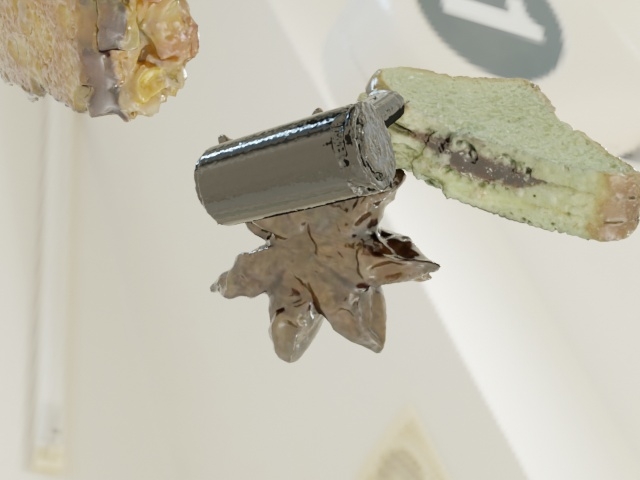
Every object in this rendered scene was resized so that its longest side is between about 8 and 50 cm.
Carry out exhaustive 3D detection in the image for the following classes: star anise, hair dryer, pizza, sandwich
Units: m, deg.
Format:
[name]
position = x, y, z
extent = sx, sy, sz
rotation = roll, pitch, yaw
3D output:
[star anise]
position = -0.018, -0.004, 1.799
extent = 0.315, 0.315, 0.108
rotation = -65, 172, 29
[hair dryer]
position = 0.015, -0.096, 1.550
extent = 0.197, 0.251, 0.089
rotation = -14, -78, 34
[pizza]
position = -0.181, -0.223, 1.161
extent = 0.278, 0.114, 0.409
rotation = 56, -29, 21
[sandwich]
position = 0.186, -0.095, 1.716
extent = 0.288, 0.254, 0.099
rotation = 51, -47, 51
